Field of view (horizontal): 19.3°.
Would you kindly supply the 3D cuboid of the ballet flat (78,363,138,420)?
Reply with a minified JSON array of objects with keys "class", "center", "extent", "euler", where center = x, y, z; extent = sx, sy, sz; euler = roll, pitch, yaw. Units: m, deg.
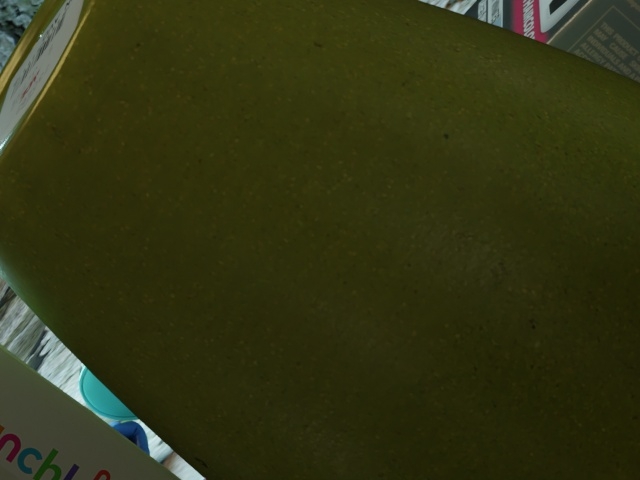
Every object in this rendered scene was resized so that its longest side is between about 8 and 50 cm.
[{"class":"ballet flat","center":[-0.064,0.050,1.417],"extent":[0.280,0.095,0.096],"euler":[-31,13,31]}]

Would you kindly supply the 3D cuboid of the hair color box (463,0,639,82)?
[{"class":"hair color box","center":[0.234,-0.181,0.978],"extent":[0.374,0.113,0.185],"euler":[-45,15,23]}]

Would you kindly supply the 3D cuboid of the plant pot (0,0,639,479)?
[{"class":"plant pot","center":[0.000,0.000,0.808],"extent":[0.275,0.293,0.275],"euler":[-51,20,27]}]

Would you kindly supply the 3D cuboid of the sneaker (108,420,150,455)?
[{"class":"sneaker","center":[-0.197,0.215,1.400],"extent":[0.126,0.091,0.240],"euler":[-41,17,36]}]

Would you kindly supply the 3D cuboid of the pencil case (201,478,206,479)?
[{"class":"pencil case","center":[-0.062,0.176,1.074],"extent":[0.209,0.095,0.098],"euler":[-51,46,-1]}]

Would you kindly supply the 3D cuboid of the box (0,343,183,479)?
[{"class":"box","center":[-0.128,0.207,0.845],"extent":[0.231,0.262,0.127],"euler":[-55,15,-17]}]
